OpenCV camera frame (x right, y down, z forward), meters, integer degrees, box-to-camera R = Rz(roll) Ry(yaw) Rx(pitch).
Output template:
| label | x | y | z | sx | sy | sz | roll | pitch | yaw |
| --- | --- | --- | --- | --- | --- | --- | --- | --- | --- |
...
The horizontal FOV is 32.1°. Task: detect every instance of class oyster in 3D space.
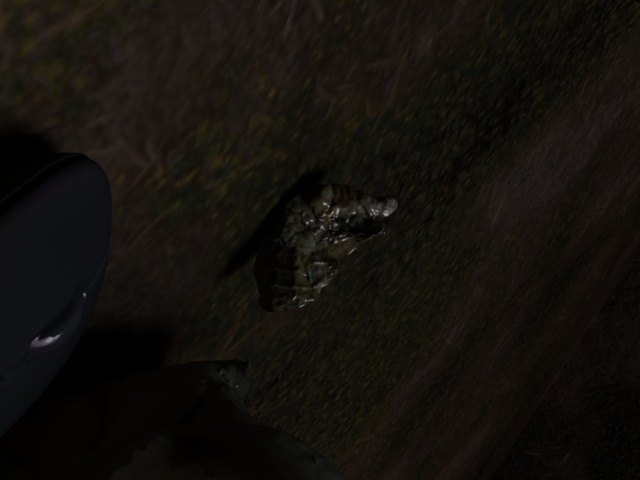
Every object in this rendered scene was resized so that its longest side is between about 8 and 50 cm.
| label | x | y | z | sx | sy | sz | roll | pitch | yaw |
| --- | --- | --- | --- | --- | --- | --- | --- | --- | --- |
| oyster | 0.000 | 0.000 | 0.617 | 0.083 | 0.080 | 0.038 | -81 | 160 | -48 |

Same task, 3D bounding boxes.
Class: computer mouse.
| label | x | y | z | sx | sy | sz | roll | pitch | yaw |
| --- | --- | --- | --- | --- | --- | --- | --- | --- | --- |
| computer mouse | -0.152 | 0.052 | 0.364 | 0.232 | 0.057 | 0.120 | -35 | 154 | -42 |

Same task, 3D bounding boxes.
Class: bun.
| label | x | y | z | sx | sy | sz | roll | pitch | yaw |
| --- | --- | --- | --- | --- | --- | --- | --- | --- | --- |
| bun | -0.054 | 0.178 | 0.491 | 0.281 | 0.281 | 0.205 | -47 | 158 | -19 |

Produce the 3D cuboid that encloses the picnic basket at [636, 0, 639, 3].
| label | x | y | z | sx | sy | sz | roll | pitch | yaw |
| --- | --- | --- | --- | --- | --- | --- | --- | --- | --- |
| picnic basket | 0.274 | -0.202 | 0.570 | 0.254 | 0.291 | 0.321 | -57 | 173 | 12 |
